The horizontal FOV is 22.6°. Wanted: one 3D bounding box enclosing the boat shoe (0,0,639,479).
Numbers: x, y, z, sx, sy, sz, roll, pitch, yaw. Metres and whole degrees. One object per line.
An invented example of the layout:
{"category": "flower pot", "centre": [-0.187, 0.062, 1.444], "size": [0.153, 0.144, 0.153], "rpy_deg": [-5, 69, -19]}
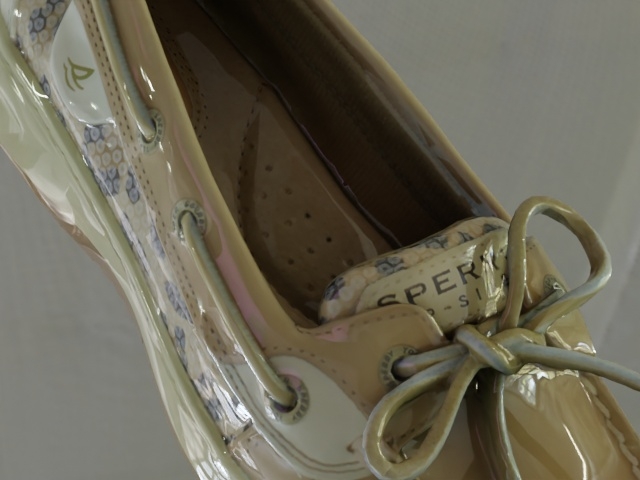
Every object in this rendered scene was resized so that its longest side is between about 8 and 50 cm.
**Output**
{"category": "boat shoe", "centre": [0.000, 0.000, 0.430], "size": [0.104, 0.285, 0.089], "rpy_deg": [-25, -26, -41]}
